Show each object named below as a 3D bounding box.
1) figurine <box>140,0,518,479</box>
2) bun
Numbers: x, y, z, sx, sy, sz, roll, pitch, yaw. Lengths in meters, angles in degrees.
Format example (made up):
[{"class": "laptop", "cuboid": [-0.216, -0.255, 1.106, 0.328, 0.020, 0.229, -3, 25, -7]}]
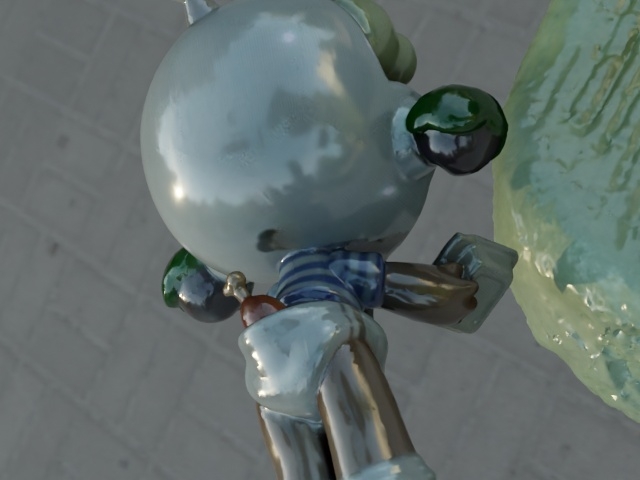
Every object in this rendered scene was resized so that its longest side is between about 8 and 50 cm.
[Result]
[{"class": "figurine", "cuboid": [0.001, 0.000, 0.498, 0.147, 0.093, 0.197, -30, 70, 37]}, {"class": "bun", "cuboid": [0.166, -0.019, 0.567, 0.221, 0.108, 0.221, -3, 52, 4]}]
